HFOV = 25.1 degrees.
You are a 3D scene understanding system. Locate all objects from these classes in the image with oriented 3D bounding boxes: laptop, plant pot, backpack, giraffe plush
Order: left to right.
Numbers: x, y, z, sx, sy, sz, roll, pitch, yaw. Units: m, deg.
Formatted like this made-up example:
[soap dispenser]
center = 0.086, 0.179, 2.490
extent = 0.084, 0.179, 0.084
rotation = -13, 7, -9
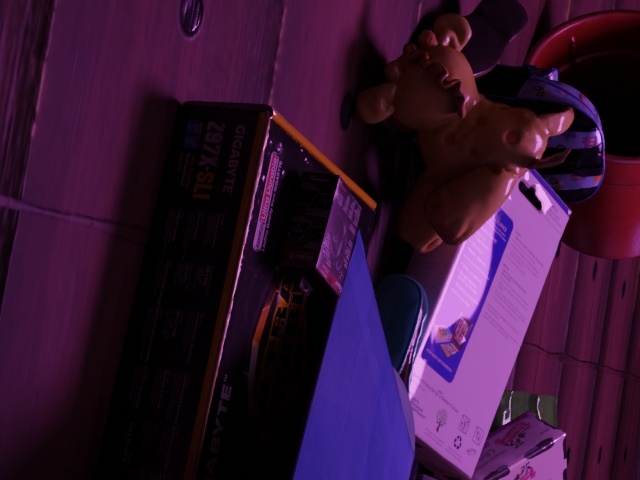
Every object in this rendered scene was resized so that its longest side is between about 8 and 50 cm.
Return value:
[giraffe plush]
center = 0.120, -0.112, 1.386
extent = 0.170, 0.210, 0.181
rotation = 45, 52, -10
[laptop]
center = 0.143, 0.249, 1.091
extent = 0.382, 0.408, 0.236
rotation = -73, -173, -57
[backpack]
center = 0.249, -0.123, 1.664
extent = 0.117, 0.173, 0.158
rotation = -58, 147, -47
[plant pot]
center = 0.409, -0.128, 1.987
extent = 0.265, 0.272, 0.272
rotation = 83, 24, -53

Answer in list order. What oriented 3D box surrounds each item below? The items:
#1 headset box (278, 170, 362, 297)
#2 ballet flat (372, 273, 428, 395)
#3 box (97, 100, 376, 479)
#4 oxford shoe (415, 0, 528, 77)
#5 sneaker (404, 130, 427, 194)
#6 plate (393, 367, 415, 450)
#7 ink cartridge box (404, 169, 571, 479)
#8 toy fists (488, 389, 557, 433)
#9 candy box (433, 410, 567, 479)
[headset box]
center = 0.000, 0.000, 1.061
extent = 0.062, 0.032, 0.083
rotation = 50, 51, -61
[ballet flat]
center = 0.047, 0.151, 1.379
extent = 0.087, 0.083, 0.247
rotation = 96, 13, -64
[box]
center = -0.055, 0.087, 1.097
extent = 0.257, 0.079, 0.322
rotation = 40, 60, -67
[oxford shoe]
center = 0.151, -0.199, 1.545
extent = 0.212, 0.076, 0.076
rotation = -35, 170, -49
[sneaker]
center = 0.102, -0.092, 1.496
extent = 0.069, 0.038, 0.098
rotation = 46, 50, -57
[plate]
center = 0.021, 0.180, 1.269
extent = 0.188, 0.024, 0.188
rotation = 3, 86, -39
[ink cartridge box]
center = 0.155, 0.069, 1.528
extent = 0.165, 0.065, 0.332
rotation = 43, 64, -41
[toy fists]
center = 0.242, 0.270, 1.890
extent = 0.279, 0.096, 0.142
rotation = 21, 70, -66
[candy box]
center = 0.221, 0.345, 1.744
extent = 0.159, 0.071, 0.233
rotation = -23, 123, -30
